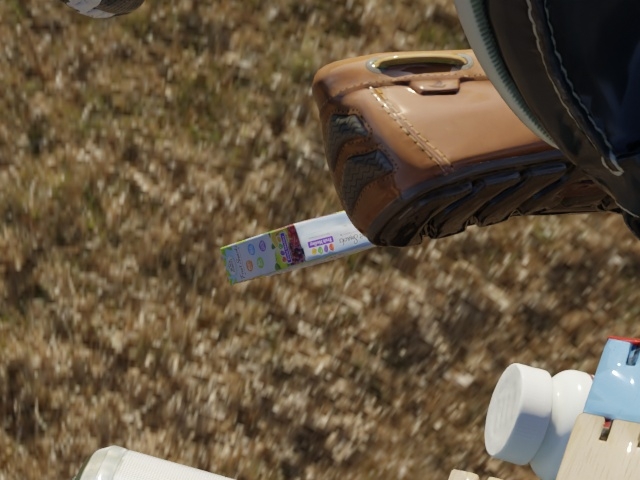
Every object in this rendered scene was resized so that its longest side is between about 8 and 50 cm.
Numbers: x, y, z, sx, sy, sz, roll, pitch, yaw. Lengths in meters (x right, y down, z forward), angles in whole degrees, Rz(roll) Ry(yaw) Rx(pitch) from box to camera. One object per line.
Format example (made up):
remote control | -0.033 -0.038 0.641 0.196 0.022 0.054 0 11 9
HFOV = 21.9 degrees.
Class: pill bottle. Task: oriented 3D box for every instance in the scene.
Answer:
pill bottle | 0.291 0.204 1.720 0.221 0.121 0.121 16 66 -11

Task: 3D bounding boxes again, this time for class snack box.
snack box | 0.000 0.000 1.416 0.141 0.100 0.037 -14 86 -43

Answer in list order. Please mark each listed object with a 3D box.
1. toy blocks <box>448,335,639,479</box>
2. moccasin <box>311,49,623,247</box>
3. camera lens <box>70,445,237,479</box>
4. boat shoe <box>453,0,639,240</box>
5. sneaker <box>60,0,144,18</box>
toy blocks | 0.122 0.223 0.838 0.190 0.381 0.261 9 47 21
moccasin | 0.161 -0.090 1.118 0.380 0.139 0.147 -11 67 -29
camera lens | -0.140 0.341 1.671 0.274 0.219 0.219 16 66 1
boat shoe | 0.179 -0.036 0.657 0.127 0.340 0.113 -45 41 -1
sneaker | -0.135 -0.211 1.070 0.106 0.234 0.078 -7 70 10
